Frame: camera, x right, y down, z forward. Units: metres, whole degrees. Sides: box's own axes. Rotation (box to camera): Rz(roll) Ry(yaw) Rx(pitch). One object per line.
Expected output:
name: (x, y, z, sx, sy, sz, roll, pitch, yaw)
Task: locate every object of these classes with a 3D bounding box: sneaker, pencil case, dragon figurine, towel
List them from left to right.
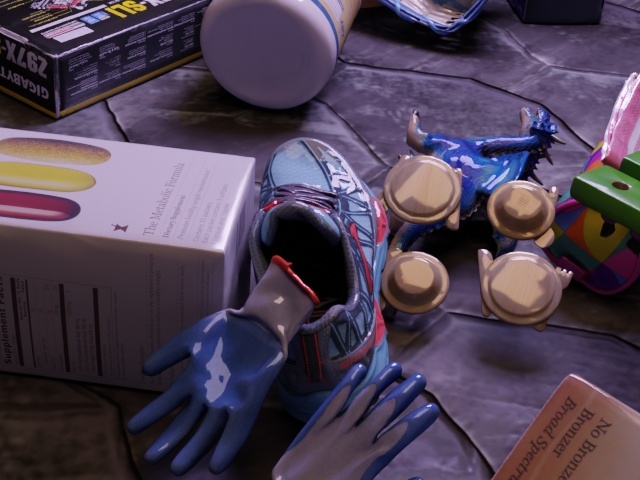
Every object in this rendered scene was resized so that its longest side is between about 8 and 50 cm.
sneaker: (0.000, 0.000, 0.863, 0.104, 0.125, 0.262, -13, 47, 3)
dragon figurine: (0.138, -0.041, 1.029, 0.144, 0.085, 0.289, 10, 34, 8)
pencil case: (0.276, -0.046, 1.048, 0.104, 0.104, 0.236, 20, 36, 22)
towel: (0.333, -0.055, 0.991, 0.197, 0.029, 0.144, 31, 43, -1)

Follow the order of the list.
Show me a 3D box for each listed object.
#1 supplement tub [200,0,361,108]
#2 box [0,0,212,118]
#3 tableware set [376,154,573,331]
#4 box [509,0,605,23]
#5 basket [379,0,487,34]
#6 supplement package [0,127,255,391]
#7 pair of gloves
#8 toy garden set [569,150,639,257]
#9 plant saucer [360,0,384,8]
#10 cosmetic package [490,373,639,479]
supplement tub: (-0.035, -0.250, 1.247, 0.144, 0.144, 0.199, 11, 42, 9)
box: (-0.265, -0.262, 1.318, 0.257, 0.079, 0.322, 27, 40, 27)
tableware set: (0.120, 0.001, 0.937, 0.169, 0.020, 0.141, 9, 63, 8)
box: (0.297, -0.393, 1.515, 0.108, 0.153, 0.207, -1, 34, -9)
basket: (0.113, -0.368, 1.352, 0.255, 0.201, 0.289, 36, 22, 6)
supplement package: (-0.180, 0.012, 0.865, 0.244, 0.134, 0.139, 7, 33, 3)
pair of gloves: (-0.025, 0.112, 0.733, 0.198, 0.023, 0.159, 41, 89, 26)
toy garden set: (0.334, -0.011, 0.877, 0.244, 0.049, 0.204, -20, 41, -41)
plant saucer: (0.026, -0.361, 1.539, 0.200, 0.037, 0.200, 3, 34, -2)
cosmetic package: (0.213, 0.214, 0.567, 0.296, 0.129, 0.153, 31, 82, 34)
